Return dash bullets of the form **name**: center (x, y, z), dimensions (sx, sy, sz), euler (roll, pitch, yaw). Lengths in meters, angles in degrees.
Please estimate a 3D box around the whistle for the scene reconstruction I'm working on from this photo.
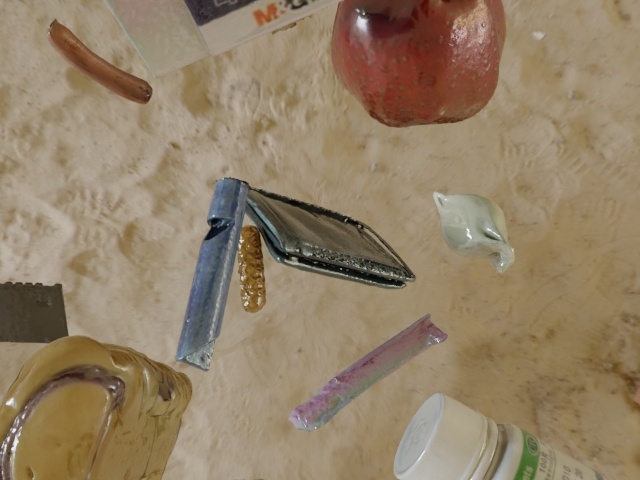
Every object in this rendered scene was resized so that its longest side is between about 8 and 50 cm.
- **whistle**: center (-0.164, 0.048, 1.303), dimensions (0.062, 0.062, 0.304), euler (10, 67, 0)

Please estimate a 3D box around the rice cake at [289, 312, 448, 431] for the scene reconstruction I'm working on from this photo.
- **rice cake**: center (0.078, 0.212, 1.354), dimensions (0.290, 0.081, 0.051), euler (-32, 103, -14)

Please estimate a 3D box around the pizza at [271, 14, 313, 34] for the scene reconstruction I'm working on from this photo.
- **pizza**: center (-0.066, -0.474, 1.663), dimensions (0.062, 0.161, 0.182), euler (-3, 49, -33)

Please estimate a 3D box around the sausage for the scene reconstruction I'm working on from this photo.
- **sausage**: center (-0.322, -0.255, 1.234), dimensions (0.177, 0.040, 0.047), euler (32, 85, -33)

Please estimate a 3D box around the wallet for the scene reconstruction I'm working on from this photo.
- **wallet**: center (0.000, 0.000, 1.633), dimensions (0.342, 0.237, 0.075), euler (14, 116, -41)

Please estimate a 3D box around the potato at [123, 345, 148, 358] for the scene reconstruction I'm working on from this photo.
- **potato**: center (-0.424, 0.322, 1.660), dimensions (0.143, 0.169, 0.248), euler (49, 57, -36)

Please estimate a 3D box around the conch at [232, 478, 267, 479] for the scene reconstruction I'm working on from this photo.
- **conch**: center (-0.088, 0.580, 1.649), dimensions (0.220, 0.195, 0.277), euler (-31, 94, 33)

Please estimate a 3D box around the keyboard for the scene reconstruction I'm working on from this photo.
- **keyboard**: center (-0.504, 0.091, 1.160), dimensions (0.317, 0.027, 0.106), euler (3, 119, 2)

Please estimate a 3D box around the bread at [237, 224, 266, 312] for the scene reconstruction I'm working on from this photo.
- **bread**: center (-0.123, 0.050, 1.497), dimensions (0.044, 0.052, 0.157), euler (-5, 88, 15)

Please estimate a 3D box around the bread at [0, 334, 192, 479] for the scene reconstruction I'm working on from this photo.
- **bread**: center (-0.156, 0.137, 0.587), dimensions (0.081, 0.225, 0.134), euler (18, 75, 9)

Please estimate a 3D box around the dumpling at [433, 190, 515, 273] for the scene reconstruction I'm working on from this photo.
- **dumpling**: center (0.305, -0.013, 1.641), dimensions (0.124, 0.151, 0.229), euler (-37, 44, -1)

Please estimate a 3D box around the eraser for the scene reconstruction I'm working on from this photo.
- **eraser**: center (-0.072, -0.280, 0.858), dimensions (0.287, 0.130, 0.086), euler (-24, 47, 4)

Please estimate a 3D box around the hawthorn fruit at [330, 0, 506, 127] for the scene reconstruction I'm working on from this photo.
- **hawthorn fruit**: center (0.143, -0.299, 1.151), dimensions (0.254, 0.300, 0.254), euler (4, 60, -6)

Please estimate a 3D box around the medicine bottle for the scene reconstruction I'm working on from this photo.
- **medicine bottle**: center (0.216, 0.288, 1.011), dimensions (0.237, 0.139, 0.139), euler (31, 86, -5)
